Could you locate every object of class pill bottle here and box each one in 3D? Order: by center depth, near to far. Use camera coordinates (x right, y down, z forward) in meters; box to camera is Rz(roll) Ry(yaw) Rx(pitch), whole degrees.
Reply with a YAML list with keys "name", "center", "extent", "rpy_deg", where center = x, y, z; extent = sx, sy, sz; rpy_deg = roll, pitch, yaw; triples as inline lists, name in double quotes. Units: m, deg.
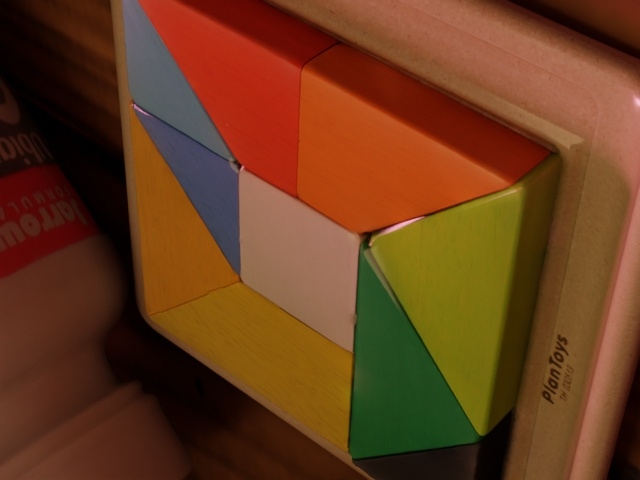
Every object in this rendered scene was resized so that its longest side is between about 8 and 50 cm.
- name: "pill bottle"
  center: [-0.194, 0.000, 0.589]
  extent: [0.319, 0.176, 0.176]
  rpy_deg: [57, 148, 1]

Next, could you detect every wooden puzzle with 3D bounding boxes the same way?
- name: "wooden puzzle"
  center: [0.000, 0.000, 0.454]
  extent: [0.238, 0.044, 0.221]
  rpy_deg: [35, 142, 31]
